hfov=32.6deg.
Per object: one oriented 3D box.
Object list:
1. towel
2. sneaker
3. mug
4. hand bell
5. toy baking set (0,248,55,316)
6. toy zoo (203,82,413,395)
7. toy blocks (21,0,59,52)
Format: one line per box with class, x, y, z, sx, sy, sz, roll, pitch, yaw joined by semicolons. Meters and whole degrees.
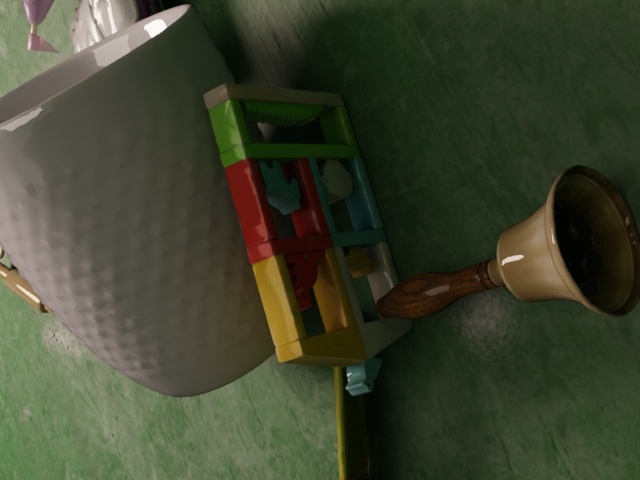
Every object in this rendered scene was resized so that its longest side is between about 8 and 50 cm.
towel;0.034;0.192;1.083;0.021;0.102;0.237;-3;94;10
sneaker;-0.242;-0.281;1.241;0.152;0.114;0.305;-9;89;40
mug;-0.201;-0.018;1.122;0.374;0.276;0.328;-9;117;44
hand bell;0.142;0.033;0.954;0.242;0.126;0.126;-23;81;43
toy baking set;-0.380;-0.013;1.455;0.256;0.030;0.197;24;107;36
toy zoo;0.000;0.000;1.019;0.030;0.192;0.293;-21;81;33
toy blocks;-0.410;-0.358;1.192;0.309;0.288;0.260;-137;57;-74
